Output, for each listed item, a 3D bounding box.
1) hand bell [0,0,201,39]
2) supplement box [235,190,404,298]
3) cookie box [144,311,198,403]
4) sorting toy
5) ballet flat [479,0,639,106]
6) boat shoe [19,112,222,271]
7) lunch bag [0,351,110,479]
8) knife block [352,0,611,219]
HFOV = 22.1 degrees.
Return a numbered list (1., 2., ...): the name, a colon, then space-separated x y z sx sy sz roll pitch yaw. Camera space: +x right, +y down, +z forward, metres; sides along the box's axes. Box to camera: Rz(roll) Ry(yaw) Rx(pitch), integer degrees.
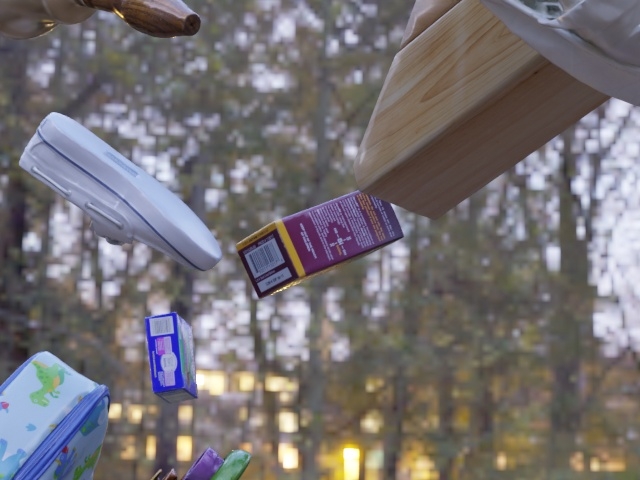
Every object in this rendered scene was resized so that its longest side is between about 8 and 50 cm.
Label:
1. hand bell: -0.186 -0.207 1.402 0.242 0.126 0.126 25 8 42
2. supplement box: 0.000 0.000 2.125 0.188 0.081 0.104 -21 -4 -38
3. cookie box: -0.174 0.139 1.926 0.040 0.092 0.107 -8 -12 3
4. sorting toy: -0.086 0.153 1.015 0.042 0.061 0.102 40 -41 -3
5. ballet flat: 0.145 -0.187 1.026 0.400 0.139 0.139 33 2 23
6. boat shoe: -0.231 -0.039 1.890 0.258 0.084 0.095 40 15 3
7. lunch bag: -0.261 0.216 1.380 0.090 0.176 0.219 30 -46 9
8. knife block: 0.165 -0.130 1.202 0.088 0.276 0.242 20 3 -37
